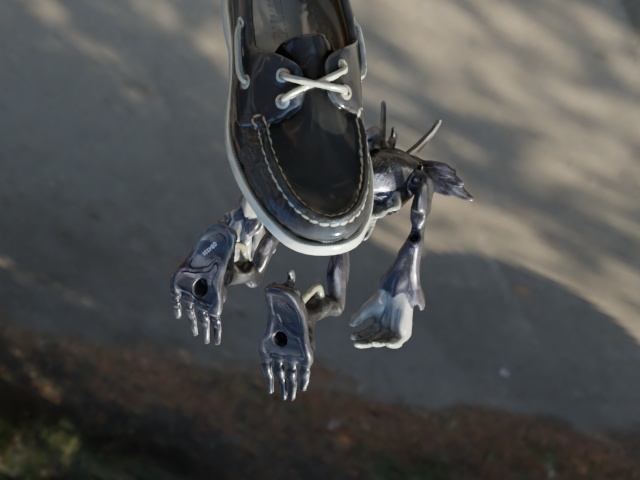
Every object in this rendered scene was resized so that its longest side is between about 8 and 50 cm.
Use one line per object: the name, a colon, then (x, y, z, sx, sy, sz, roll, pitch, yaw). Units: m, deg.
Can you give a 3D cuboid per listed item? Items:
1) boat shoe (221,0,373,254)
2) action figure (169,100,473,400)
boat shoe: (-0.006, -0.055, 0.531, 0.046, 0.125, 0.038, 2, 146, -13)
action figure: (0.000, 0.000, 1.207, 0.164, 0.276, 0.141, 27, 127, 15)
